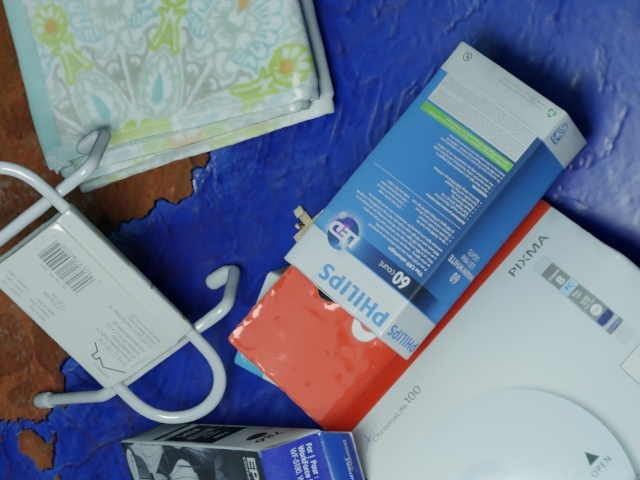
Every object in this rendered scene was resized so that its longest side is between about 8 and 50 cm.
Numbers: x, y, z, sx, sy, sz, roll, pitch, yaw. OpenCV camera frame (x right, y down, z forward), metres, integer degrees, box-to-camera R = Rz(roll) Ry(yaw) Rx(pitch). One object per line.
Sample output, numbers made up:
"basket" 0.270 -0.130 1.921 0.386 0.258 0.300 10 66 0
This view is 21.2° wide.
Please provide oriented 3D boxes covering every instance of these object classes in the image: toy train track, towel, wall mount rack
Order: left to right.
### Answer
"wall mount rack" -0.261 0.057 1.729 0.304 0.130 0.350 -35 112 20
"towel" -0.169 -0.262 1.716 0.320 0.090 0.375 -15 90 23
"toy train track" 0.000 0.000 1.703 0.048 0.014 0.083 -43 78 23

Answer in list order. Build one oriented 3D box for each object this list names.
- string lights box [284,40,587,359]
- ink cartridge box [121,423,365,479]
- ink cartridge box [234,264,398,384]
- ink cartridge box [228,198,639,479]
"string lights box" 0.104 -0.037 1.555 0.133 0.077 0.260 40 90 31
"ink cartridge box" -0.069 0.264 1.648 0.332 0.065 0.165 -8 99 53
"ink cartridge box" 0.018 0.111 1.680 0.180 0.060 0.104 27 106 18
"ink cartridge box" 0.139 0.101 1.559 0.385 0.091 0.308 42 92 14
